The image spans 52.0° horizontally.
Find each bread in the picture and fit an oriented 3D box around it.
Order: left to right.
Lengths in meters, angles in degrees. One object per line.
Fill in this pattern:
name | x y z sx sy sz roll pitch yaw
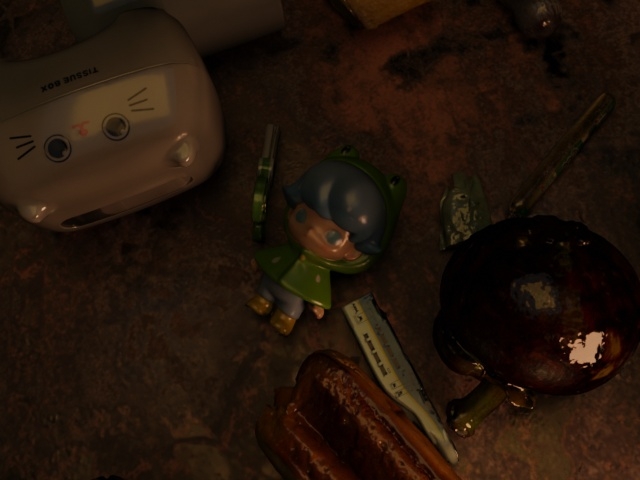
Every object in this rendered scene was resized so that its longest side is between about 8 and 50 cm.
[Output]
bread | 0.088 -0.431 1.039 0.170 0.197 0.197 -34 67 5

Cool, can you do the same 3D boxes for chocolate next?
chocolate | 0.324 -0.392 1.048 0.072 0.072 0.167 -23 69 -4

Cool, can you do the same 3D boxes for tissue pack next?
tissue pack | -0.300 -0.147 0.918 0.333 0.229 0.236 -21 72 -2

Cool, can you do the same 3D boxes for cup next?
cup | -0.230 -0.383 1.029 0.312 0.205 0.205 -20 66 -2

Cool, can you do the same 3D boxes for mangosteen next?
mangosteen | 0.241 0.109 0.784 0.231 0.231 0.289 28 113 16

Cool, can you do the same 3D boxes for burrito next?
burrito | 0.200 -0.043 0.925 0.074 0.044 0.118 -6 70 8

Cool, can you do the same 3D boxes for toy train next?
toy train | 0.099 0.180 0.833 0.051 0.052 0.234 -26 67 -2

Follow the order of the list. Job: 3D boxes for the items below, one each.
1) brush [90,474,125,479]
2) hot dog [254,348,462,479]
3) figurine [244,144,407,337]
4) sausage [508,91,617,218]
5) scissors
brush | -0.228 0.432 0.760 0.072 0.067 0.313 -12 77 15
hot dog | 0.075 0.282 0.755 0.349 0.117 0.158 42 94 22
figurine | 0.000 0.000 0.882 0.162 0.143 0.263 35 91 25
sausage | 0.351 -0.126 0.949 0.033 0.033 0.269 38 75 19
scissors | -0.080 -0.098 0.962 0.027 0.101 0.204 6 54 -3
